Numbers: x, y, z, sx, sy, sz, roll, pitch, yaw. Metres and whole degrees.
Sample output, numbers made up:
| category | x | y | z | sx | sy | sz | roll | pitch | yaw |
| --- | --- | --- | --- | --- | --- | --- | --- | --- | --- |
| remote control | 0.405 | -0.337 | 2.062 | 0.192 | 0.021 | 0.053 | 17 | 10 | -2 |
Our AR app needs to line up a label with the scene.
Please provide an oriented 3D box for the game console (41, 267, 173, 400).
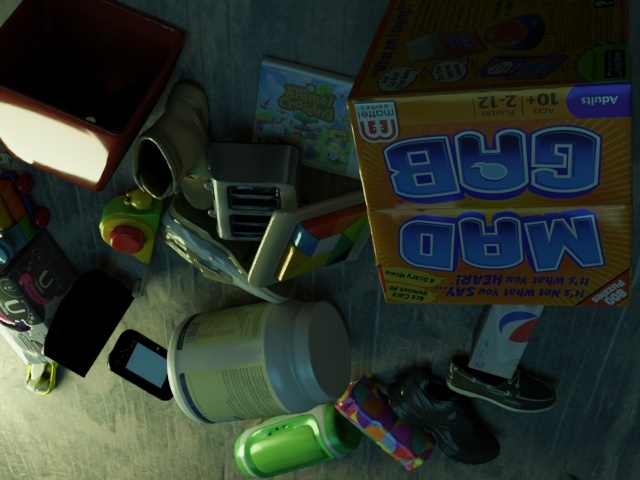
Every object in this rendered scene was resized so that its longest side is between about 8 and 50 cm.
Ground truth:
| category | x | y | z | sx | sy | sz | roll | pitch | yaw |
| --- | --- | --- | --- | --- | --- | --- | --- | --- | --- |
| game console | -0.430 | 0.227 | 2.014 | 0.044 | 0.213 | 0.361 | 14 | 160 | 49 |

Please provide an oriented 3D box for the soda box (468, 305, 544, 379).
| category | x | y | z | sx | sy | sz | roll | pitch | yaw |
| --- | --- | --- | --- | --- | --- | --- | --- | --- | --- |
| soda box | 0.362 | 0.128 | 1.730 | 0.091 | 0.098 | 0.286 | 16 | 130 | 4 |

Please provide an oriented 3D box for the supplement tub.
| category | x | y | z | sx | sy | sz | roll | pitch | yaw |
| --- | --- | --- | --- | --- | --- | --- | --- | --- | --- |
| supplement tub | -0.124 | 0.246 | 1.885 | 0.324 | 0.235 | 0.235 | -11 | 124 | 25 |

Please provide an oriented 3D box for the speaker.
| category | x | y | z | sx | sy | sz | roll | pitch | yaw |
| --- | --- | --- | --- | --- | --- | --- | --- | --- | --- |
| speaker | -0.055 | 0.462 | 2.110 | 0.296 | 0.131 | 0.131 | -23 | 118 | 31 |

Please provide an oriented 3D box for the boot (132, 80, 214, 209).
| category | x | y | z | sx | sy | sz | roll | pitch | yaw |
| --- | --- | --- | --- | --- | --- | --- | --- | --- | --- |
| boot | -0.253 | -0.125 | 1.644 | 0.095 | 0.203 | 0.262 | 7 | 129 | 12 |

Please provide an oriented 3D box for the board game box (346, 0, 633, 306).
| category | x | y | z | sx | sy | sz | roll | pitch | yaw |
| --- | --- | --- | --- | --- | --- | --- | --- | --- | --- |
| board game box | 0.273 | -0.152 | 1.359 | 0.356 | 0.357 | 0.356 | 0 | 128 | 18 |

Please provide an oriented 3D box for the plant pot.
| category | x | y | z | sx | sy | sz | roll | pitch | yaw |
| --- | --- | --- | --- | --- | --- | --- | --- | --- | --- |
| plant pot | -0.416 | -0.244 | 1.581 | 0.267 | 0.267 | 0.236 | 22 | 143 | -1 |

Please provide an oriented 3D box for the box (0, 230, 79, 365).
| category | x | y | z | sx | sy | sz | roll | pitch | yaw |
| --- | --- | --- | --- | --- | --- | --- | --- | --- | --- |
| box | -0.618 | 0.128 | 1.988 | 0.142 | 0.163 | 0.247 | -12 | 124 | 27 |

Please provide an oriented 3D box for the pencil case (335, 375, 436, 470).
| category | x | y | z | sx | sy | sz | roll | pitch | yaw |
| --- | --- | --- | --- | --- | --- | --- | --- | --- | --- |
| pencil case | 0.144 | 0.397 | 1.990 | 0.236 | 0.104 | 0.104 | 41 | 129 | -3 |

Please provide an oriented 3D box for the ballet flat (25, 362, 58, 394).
| category | x | y | z | sx | sy | sz | roll | pitch | yaw |
| --- | --- | --- | --- | --- | --- | --- | --- | --- | --- |
| ballet flat | -0.680 | 0.320 | 2.219 | 0.077 | 0.077 | 0.231 | 25 | 131 | -4 |

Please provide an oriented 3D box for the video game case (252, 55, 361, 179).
| category | x | y | z | sx | sy | sz | roll | pitch | yaw |
| --- | --- | --- | --- | --- | --- | --- | --- | --- | --- |
| video game case | -0.011 | -0.213 | 1.618 | 0.212 | 0.023 | 0.193 | 15 | 130 | 5 |

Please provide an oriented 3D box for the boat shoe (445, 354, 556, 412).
| category | x | y | z | sx | sy | sz | roll | pitch | yaw |
| --- | --- | --- | --- | --- | --- | --- | --- | --- | --- |
| boat shoe | 0.370 | 0.289 | 1.867 | 0.227 | 0.081 | 0.069 | 11 | 134 | 12 |

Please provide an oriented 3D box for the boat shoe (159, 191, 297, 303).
| category | x | y | z | sx | sy | sz | roll | pitch | yaw |
| --- | --- | --- | --- | --- | --- | --- | --- | --- | --- |
| boat shoe | -0.184 | 0.029 | 1.818 | 0.302 | 0.113 | 0.103 | 39 | 130 | -2 |

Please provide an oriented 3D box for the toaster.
| category | x | y | z | sx | sy | sz | roll | pitch | yaw |
| --- | --- | --- | --- | --- | --- | --- | --- | --- | --- |
| toaster | -0.111 | -0.089 | 1.652 | 0.185 | 0.110 | 0.168 | 2 | 142 | 0 |

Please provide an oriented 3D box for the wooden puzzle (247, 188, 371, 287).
| category | x | y | z | sx | sy | sz | roll | pitch | yaw |
| --- | --- | --- | --- | --- | --- | --- | --- | --- | --- |
| wooden puzzle | 0.000 | 0.000 | 1.670 | 0.238 | 0.044 | 0.221 | -13 | 148 | -31 |

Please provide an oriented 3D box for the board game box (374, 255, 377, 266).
| category | x | y | z | sx | sy | sz | roll | pitch | yaw |
| --- | --- | --- | --- | --- | --- | --- | --- | --- | --- |
| board game box | 0.194 | 0.030 | 1.722 | 0.154 | 0.026 | 0.103 | 18 | 133 | -19 |

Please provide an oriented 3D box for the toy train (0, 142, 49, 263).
| category | x | y | z | sx | sy | sz | roll | pitch | yaw |
| --- | --- | --- | --- | --- | --- | --- | --- | --- | --- |
| toy train | -0.656 | -0.085 | 1.841 | 0.105 | 0.143 | 0.248 | -2 | 127 | 18 |

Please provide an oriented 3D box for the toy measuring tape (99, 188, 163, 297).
| category | x | y | z | sx | sy | sz | roll | pitch | yaw |
| --- | --- | --- | --- | --- | --- | --- | --- | --- | --- |
| toy measuring tape | -0.394 | 0.004 | 1.860 | 0.121 | 0.121 | 0.330 | 22 | 140 | -1 |

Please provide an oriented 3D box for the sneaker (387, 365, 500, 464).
| category | x | y | z | sx | sy | sz | roll | pitch | yaw |
| --- | --- | --- | --- | --- | --- | --- | --- | --- | --- |
| sneaker | 0.283 | 0.375 | 1.953 | 0.286 | 0.109 | 0.130 | 35 | 123 | -14 |
